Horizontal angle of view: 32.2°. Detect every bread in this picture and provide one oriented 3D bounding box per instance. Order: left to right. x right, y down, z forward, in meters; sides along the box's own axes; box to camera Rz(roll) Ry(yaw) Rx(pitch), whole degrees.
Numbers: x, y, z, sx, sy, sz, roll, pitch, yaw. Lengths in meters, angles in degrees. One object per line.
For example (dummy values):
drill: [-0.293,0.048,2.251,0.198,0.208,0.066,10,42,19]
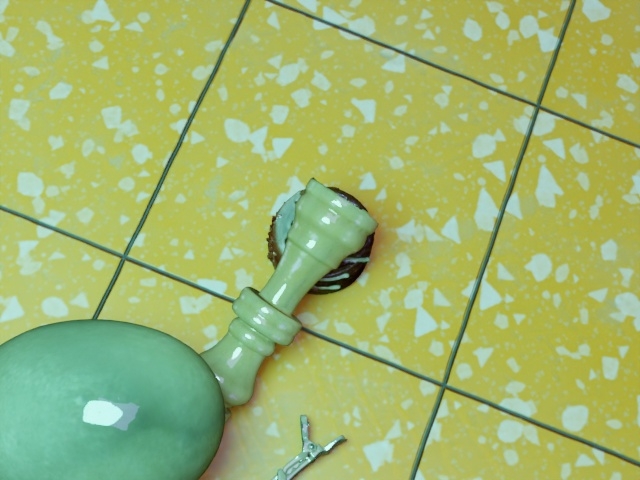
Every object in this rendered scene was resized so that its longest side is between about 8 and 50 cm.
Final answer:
bread: [0.000,0.000,1.625,0.161,0.073,0.160,2,71,-7]

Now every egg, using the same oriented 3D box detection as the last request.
egg: [-0.293,0.226,1.391,0.352,0.258,0.258,-6,69,8]

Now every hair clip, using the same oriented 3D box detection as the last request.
hair clip: [-0.060,0.335,1.509,0.072,0.034,0.226,37,70,11]

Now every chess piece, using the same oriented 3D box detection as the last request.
chess piece: [-0.077,0.106,1.516,0.117,0.117,0.397,35,91,6]
